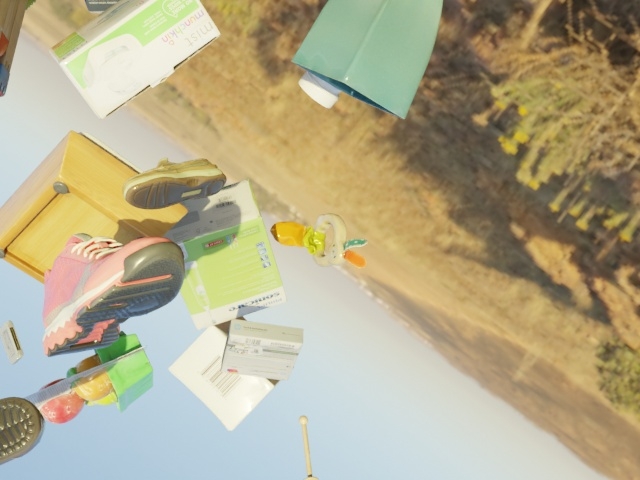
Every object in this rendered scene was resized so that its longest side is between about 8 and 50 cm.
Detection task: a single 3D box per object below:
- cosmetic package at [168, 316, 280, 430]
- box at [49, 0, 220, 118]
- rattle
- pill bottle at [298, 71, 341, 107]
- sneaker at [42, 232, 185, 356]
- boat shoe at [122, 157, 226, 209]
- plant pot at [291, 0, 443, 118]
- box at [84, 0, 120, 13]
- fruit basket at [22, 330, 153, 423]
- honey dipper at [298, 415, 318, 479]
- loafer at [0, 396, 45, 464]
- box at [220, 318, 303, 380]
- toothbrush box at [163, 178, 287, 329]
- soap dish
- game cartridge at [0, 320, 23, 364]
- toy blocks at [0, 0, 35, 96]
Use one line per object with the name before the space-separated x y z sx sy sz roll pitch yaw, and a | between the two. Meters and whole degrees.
cosmetic package | -0.210 0.315 2.170 0.217 0.156 0.385 44 -178 6
box | -0.341 -0.355 1.583 0.126 0.262 0.231 56 173 -26
rattle | 0.000 0.000 1.935 0.143 0.130 0.199 31 -172 -31
pill bottle | 0.055 -0.393 1.847 0.124 0.221 0.124 37 -162 -15
sneaker | -0.280 0.043 1.077 0.116 0.314 0.136 -6 -108 -41
boat shoe | -0.241 -0.098 1.385 0.190 0.068 0.072 -11 -124 -49
plant pot | 0.102 -0.367 1.531 0.166 0.234 0.165 23 -173 -42
box | -0.423 -0.750 1.951 0.212 0.293 0.395 9 130 32
fruit basket | -0.596 0.358 2.163 0.327 0.353 0.165 114 136 -66
honey dipper | -0.024 0.398 1.605 0.030 0.030 0.160 37 -146 -46
loafer | -0.644 0.379 1.531 0.130 0.366 0.133 63 -168 -75
box | -0.120 0.223 1.760 0.145 0.038 0.186 9 146 -7
toothbrush box | -0.203 0.035 1.803 0.283 0.206 0.122 76 175 -48
soap dish | -0.399 -0.024 1.458 0.229 0.291 0.118 37 -142 -23
game cartridge | -0.648 0.214 1.827 0.017 0.056 0.083 -11 -107 -46
toy blocks | -0.645 -0.427 1.613 0.191 0.260 0.381 10 168 -2
